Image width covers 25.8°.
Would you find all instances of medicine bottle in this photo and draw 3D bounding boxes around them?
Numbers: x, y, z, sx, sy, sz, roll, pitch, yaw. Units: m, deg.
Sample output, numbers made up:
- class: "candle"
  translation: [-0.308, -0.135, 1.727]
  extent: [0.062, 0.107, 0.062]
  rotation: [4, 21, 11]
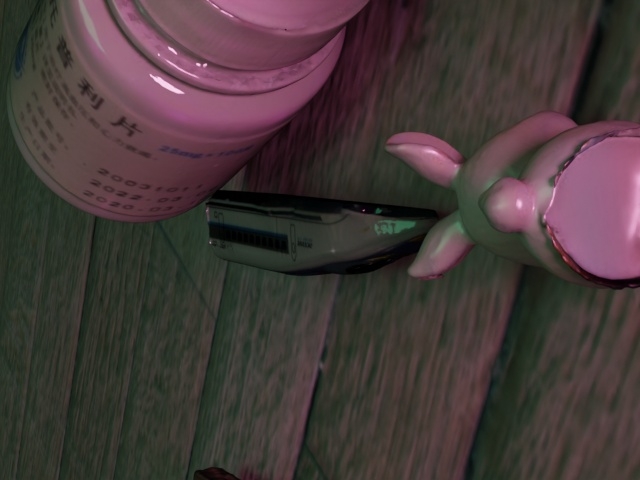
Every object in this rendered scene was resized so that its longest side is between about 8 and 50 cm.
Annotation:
- class: "medicine bottle"
  translation: [-0.079, -0.127, 0.834]
  extent: [0.293, 0.170, 0.170]
  rotation: [146, 120, -61]

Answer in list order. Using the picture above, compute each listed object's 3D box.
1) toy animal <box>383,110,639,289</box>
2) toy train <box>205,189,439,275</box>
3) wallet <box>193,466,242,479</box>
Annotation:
- class: "toy animal"
  translation: [0.089, -0.015, 0.578]
  extent: [0.124, 0.085, 0.071]
  rotation: [-156, 51, -70]
- class: "toy train"
  translation: [0.000, -0.001, 0.792]
  extent: [0.252, 0.055, 0.048]
  rotation: [-171, 82, -66]
- class: "wallet"
  translation: [-0.053, 0.234, 0.930]
  extent: [0.118, 0.039, 0.152]
  rotation: [-170, 78, -68]
